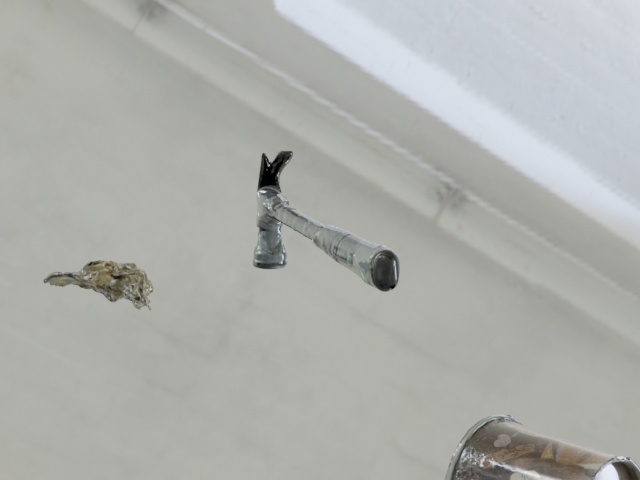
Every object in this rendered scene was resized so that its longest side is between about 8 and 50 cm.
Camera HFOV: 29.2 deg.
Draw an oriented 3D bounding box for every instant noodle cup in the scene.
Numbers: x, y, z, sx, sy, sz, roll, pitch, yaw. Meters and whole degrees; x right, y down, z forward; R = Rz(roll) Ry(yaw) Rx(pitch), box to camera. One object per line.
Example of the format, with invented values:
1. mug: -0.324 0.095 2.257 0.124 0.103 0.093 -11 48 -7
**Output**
1. instant noodle cup: 0.307 0.356 1.652 0.207 0.217 0.217 4 -43 44

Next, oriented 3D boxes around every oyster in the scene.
1. oyster: -0.261 0.052 1.516 0.105 0.056 0.177 2 -8 35

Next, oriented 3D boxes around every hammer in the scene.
1. hammer: -0.001 0.000 1.372 0.044 0.427 0.152 -3 -76 -19
